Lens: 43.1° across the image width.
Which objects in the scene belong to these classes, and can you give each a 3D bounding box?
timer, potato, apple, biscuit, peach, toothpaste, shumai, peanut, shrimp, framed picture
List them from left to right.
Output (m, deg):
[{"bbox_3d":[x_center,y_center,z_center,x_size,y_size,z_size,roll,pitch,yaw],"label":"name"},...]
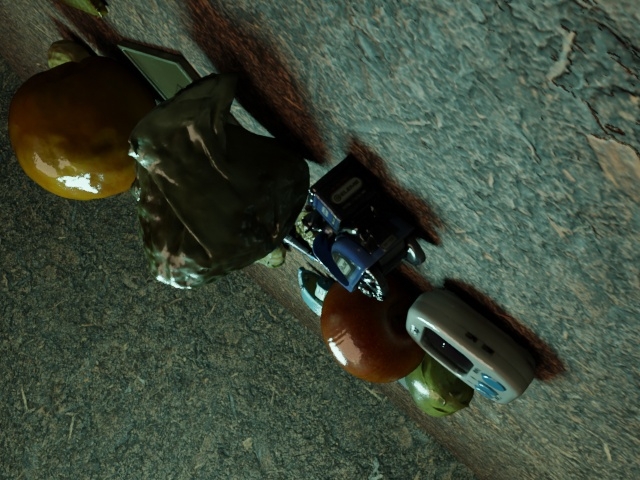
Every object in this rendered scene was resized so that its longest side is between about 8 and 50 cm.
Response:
[{"bbox_3d":[-0.514,-0.519,1.577,0.254,0.029,0.172,31,165,48],"label":"biscuit"},{"bbox_3d":[-0.629,-0.433,2.135,0.197,0.110,0.233,41,172,5],"label":"peanut"},{"bbox_3d":[-0.536,-0.248,1.868,0.343,0.343,0.301,29,142,50],"label":"peach"},{"bbox_3d":[-0.276,-0.296,1.637,0.240,0.020,0.324,49,168,-34],"label":"framed picture"},{"bbox_3d":[-0.202,-0.107,1.304,0.292,0.330,0.288,28,164,19],"label":"shumai"},{"bbox_3d":[-0.193,-0.017,2.348,0.247,0.085,0.360,51,167,4],"label":"shrimp"},{"bbox_3d":[-0.045,0.011,2.000,0.193,0.045,0.071,39,179,-17],"label":"toothpaste"},{"bbox_3d":[0.114,0.168,1.614,0.235,0.210,0.173,37,148,-15],"label":"apple"},{"bbox_3d":[0.261,0.304,1.795,0.248,0.144,0.169,75,-176,-80],"label":"potato"},{"bbox_3d":[0.264,0.187,1.435,0.237,0.087,0.262,39,169,14],"label":"timer"}]

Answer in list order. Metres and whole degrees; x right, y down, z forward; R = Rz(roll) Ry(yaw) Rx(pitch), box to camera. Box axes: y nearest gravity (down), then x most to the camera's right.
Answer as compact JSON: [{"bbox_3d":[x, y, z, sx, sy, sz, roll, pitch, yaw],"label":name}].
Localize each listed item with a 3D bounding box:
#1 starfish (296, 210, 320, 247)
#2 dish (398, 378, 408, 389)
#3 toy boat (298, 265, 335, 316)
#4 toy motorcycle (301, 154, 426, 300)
[{"bbox_3d":[0.000,0.003,1.769,0.138,0.050,0.247,39,173,5],"label":"starfish"},{"bbox_3d":[0.254,0.350,2.149,0.228,0.086,0.236,39,170,22],"label":"dish"},{"bbox_3d":[0.019,0.141,2.231,0.215,0.088,0.102,38,135,25],"label":"toy boat"},{"bbox_3d":[0.059,-0.004,1.350,0.212,0.125,0.358,49,169,8],"label":"toy motorcycle"}]
